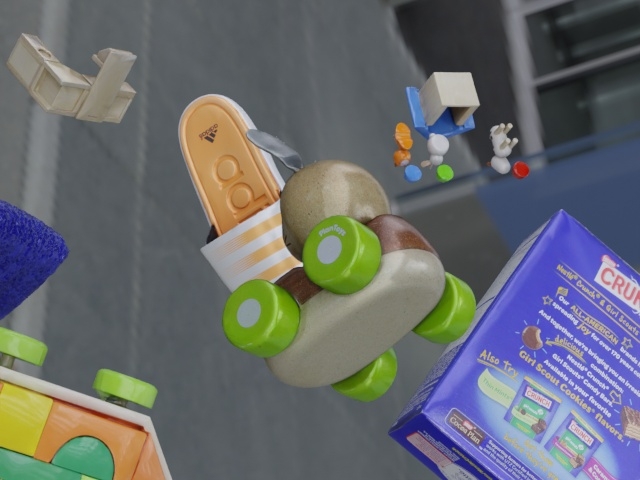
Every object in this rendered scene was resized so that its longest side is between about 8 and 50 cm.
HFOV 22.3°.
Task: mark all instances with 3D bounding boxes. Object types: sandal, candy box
[{"bbox_3d":[-0.070,-0.016,1.456,0.265,0.102,0.076,60,18,16],"label":"sandal"},{"bbox_3d":[0.274,0.172,1.847,0.268,0.122,0.317,40,64,-3],"label":"candy box"}]

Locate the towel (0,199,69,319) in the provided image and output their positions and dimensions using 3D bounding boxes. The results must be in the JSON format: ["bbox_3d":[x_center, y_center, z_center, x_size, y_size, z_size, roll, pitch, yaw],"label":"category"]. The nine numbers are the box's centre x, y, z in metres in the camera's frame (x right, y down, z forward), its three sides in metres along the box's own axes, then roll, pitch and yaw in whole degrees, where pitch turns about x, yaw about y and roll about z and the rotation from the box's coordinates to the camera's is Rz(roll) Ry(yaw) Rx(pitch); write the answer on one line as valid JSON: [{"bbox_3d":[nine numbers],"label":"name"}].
[{"bbox_3d":[-0.391,0.037,1.532,0.076,0.227,0.308,58,10,23],"label":"towel"}]

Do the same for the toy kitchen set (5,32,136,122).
[{"bbox_3d":[-0.204,-0.151,1.387,0.083,0.068,0.075,5,34,-50],"label":"toy kitchen set"}]

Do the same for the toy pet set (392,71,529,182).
[{"bbox_3d":[0.108,-0.089,1.450,0.065,0.122,0.114,128,-45,-56],"label":"toy pet set"}]

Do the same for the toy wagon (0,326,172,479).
[{"bbox_3d":[-0.218,0.235,1.370,0.344,0.068,0.267,25,80,-37],"label":"toy wagon"}]

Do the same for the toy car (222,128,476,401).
[{"bbox_3d":[0.000,0.000,1.196,0.155,0.149,0.188,29,29,-49],"label":"toy car"}]
